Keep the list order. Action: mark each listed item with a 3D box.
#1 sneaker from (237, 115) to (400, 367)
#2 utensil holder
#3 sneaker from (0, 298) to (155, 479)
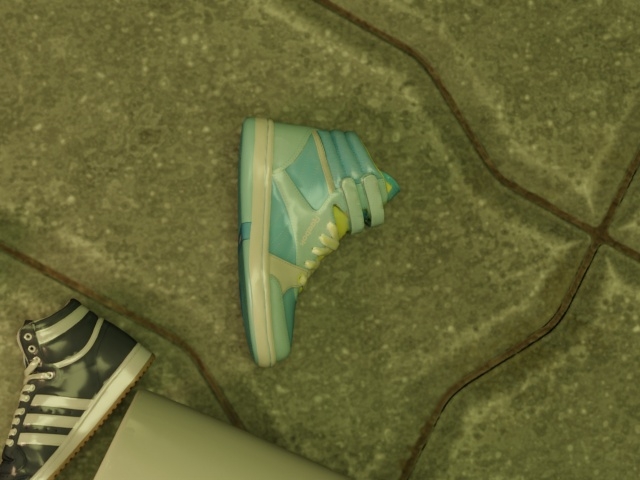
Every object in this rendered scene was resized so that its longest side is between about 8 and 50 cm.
[{"bbox_3d":[0.000,0.000,1.573,0.208,0.127,0.319,0,85,-8],"label":"sneaker"},{"bbox_3d":[-0.098,0.385,1.422,0.385,0.327,0.327,25,81,-3],"label":"utensil holder"},{"bbox_3d":[-0.347,0.199,1.506,0.153,0.099,0.282,43,72,-8],"label":"sneaker"}]
